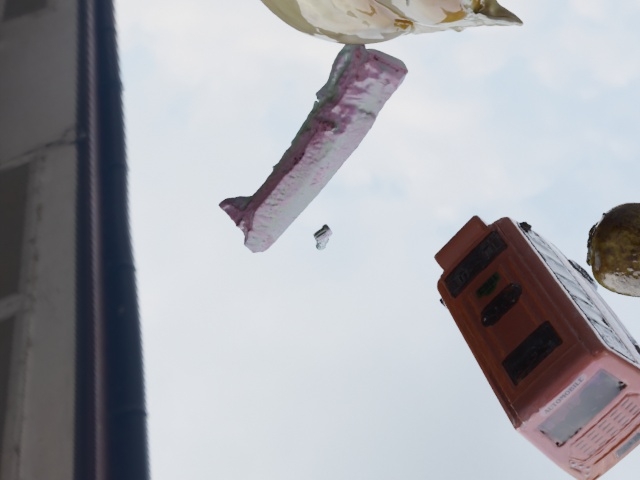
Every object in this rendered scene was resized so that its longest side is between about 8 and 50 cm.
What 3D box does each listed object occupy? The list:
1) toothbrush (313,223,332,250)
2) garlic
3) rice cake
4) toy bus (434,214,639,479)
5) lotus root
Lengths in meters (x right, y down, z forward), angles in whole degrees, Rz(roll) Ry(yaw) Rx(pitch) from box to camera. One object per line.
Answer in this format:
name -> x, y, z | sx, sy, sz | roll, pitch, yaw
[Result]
toothbrush -> 0.000, 0.000, 0.874 | 0.014, 0.011, 0.167 | -33, 177, -4
garlic -> 0.052, -0.333, 0.952 | 0.249, 0.313, 0.286 | -25, -157, -22
rice cake -> -0.014, -0.101, 1.136 | 0.290, 0.081, 0.051 | -48, -168, 30
toy bus -> 0.335, 0.144, 1.549 | 0.203, 0.233, 0.427 | -46, -150, 15
lotus root -> 0.397, 0.016, 1.151 | 0.190, 0.108, 0.094 | 8, -179, 26
